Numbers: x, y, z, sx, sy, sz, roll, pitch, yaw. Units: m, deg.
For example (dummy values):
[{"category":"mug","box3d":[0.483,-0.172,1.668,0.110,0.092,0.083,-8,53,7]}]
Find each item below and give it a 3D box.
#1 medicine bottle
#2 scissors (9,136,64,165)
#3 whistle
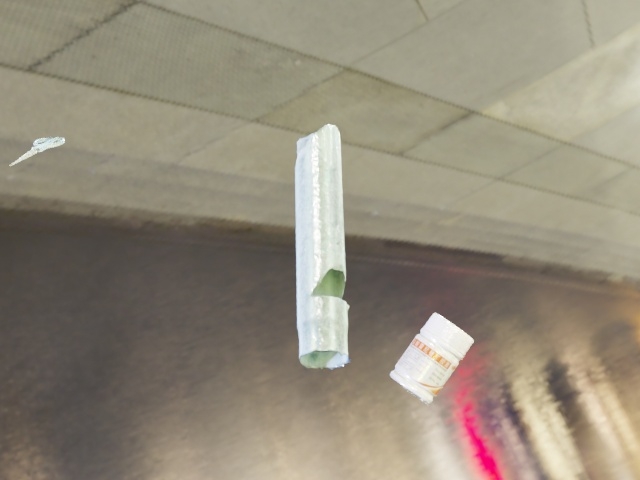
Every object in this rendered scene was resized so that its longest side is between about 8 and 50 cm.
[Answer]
[{"category":"medicine bottle","box3d":[0.124,0.132,1.108,0.089,0.057,0.057,-54,158,-3]},{"category":"scissors","box3d":[-0.305,-0.095,1.057,0.036,0.006,0.083,2,-154,19]},{"category":"whistle","box3d":[0.000,0.000,1.189,0.062,0.312,0.062,-2,152,-1]}]
